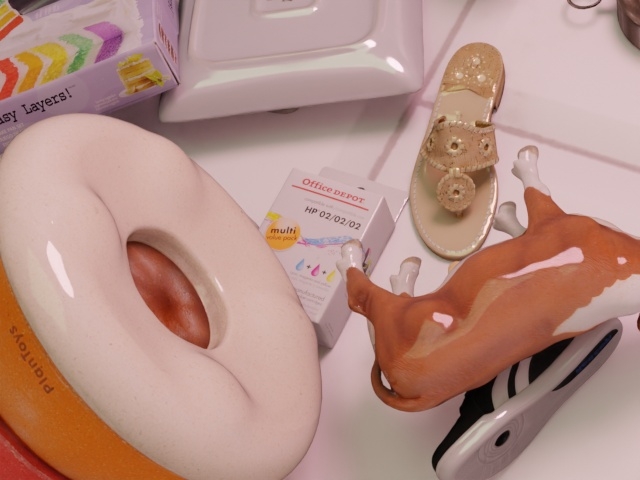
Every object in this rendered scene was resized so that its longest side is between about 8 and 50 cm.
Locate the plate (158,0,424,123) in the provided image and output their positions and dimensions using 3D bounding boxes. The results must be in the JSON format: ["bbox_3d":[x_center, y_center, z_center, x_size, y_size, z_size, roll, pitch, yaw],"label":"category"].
[{"bbox_3d":[-0.030,-0.248,1.523,0.277,0.045,0.278,-6,49,12],"label":"plate"}]

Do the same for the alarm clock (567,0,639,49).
[{"bbox_3d":[0.340,-0.246,1.440,0.192,0.064,0.129,2,62,20],"label":"alarm clock"}]

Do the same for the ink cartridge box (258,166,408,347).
[{"bbox_3d":[0.000,0.000,1.390,0.104,0.061,0.181,19,67,23],"label":"ink cartridge box"}]

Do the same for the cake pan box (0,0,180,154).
[{"bbox_3d":[-0.273,-0.216,1.540,0.246,0.070,0.267,-17,40,8],"label":"cake pan box"}]

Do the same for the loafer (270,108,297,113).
[{"bbox_3d":[-0.081,-0.160,1.515,0.125,0.039,0.045,5,63,17],"label":"loafer"}]

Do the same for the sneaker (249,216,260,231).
[{"bbox_3d":[-0.196,-0.014,1.435,0.256,0.094,0.151,31,80,33],"label":"sneaker"}]

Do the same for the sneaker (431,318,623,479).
[{"bbox_3d":[0.152,0.116,1.281,0.217,0.079,0.121,-39,55,-18],"label":"sneaker"}]

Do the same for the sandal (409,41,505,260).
[{"bbox_3d":[0.131,-0.104,1.403,0.088,0.079,0.240,4,62,17],"label":"sandal"}]

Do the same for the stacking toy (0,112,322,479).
[{"bbox_3d":[-0.270,0.148,1.253,0.480,0.350,0.350,-35,55,23],"label":"stacking toy"}]

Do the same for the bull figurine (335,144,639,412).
[{"bbox_3d":[0.169,0.032,1.229,0.310,0.101,0.188,-24,47,-10],"label":"bull figurine"}]
